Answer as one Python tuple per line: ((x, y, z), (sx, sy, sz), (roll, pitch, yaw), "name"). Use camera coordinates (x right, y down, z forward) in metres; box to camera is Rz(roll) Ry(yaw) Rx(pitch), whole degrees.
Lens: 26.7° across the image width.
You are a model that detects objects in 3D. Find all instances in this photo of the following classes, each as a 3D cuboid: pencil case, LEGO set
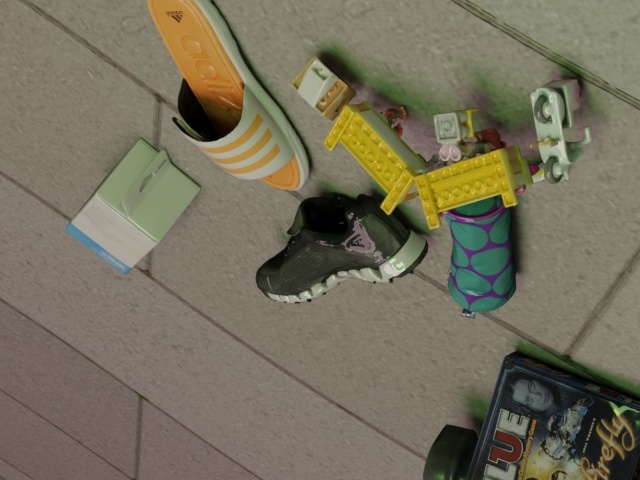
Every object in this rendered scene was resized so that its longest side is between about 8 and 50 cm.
((0.146, 0.004, 1.261), (0.070, 0.064, 0.152), (6, 143, 14), "pencil case")
((0.109, -0.087, 1.166), (0.287, 0.107, 0.132), (13, 110, 40), "LEGO set")

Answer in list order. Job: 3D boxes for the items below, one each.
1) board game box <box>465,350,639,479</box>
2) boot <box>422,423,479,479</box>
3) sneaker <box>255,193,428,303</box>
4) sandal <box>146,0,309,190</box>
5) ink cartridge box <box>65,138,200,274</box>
((0.237, 0.258, 1.408), (0.165, 0.042, 0.243), (20, 103, 23), "board game box")
((0.342, 0.406, 1.538), (0.445, 0.146, 0.367), (12, 138, 21), "boot")
((0.000, 0.000, 1.393), (0.234, 0.078, 0.106), (-14, 123, 48), "sneaker")
((-0.108, -0.131, 1.301), (0.102, 0.076, 0.265), (5, 140, 41), "sandal")
((-0.210, -0.039, 1.522), (0.090, 0.092, 0.143), (39, 151, -10), "ink cartridge box")
